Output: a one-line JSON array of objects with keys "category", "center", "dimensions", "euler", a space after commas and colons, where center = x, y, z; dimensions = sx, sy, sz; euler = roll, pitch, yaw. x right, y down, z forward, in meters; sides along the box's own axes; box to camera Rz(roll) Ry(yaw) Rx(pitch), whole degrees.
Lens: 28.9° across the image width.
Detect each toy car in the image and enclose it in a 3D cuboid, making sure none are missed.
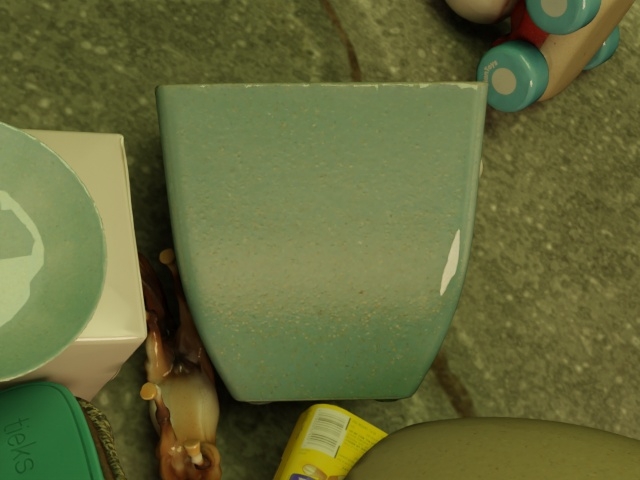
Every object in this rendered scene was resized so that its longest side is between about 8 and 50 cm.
[{"category": "toy car", "center": [0.217, -0.294, 1.361], "dimensions": [0.238, 0.210, 0.219], "euler": [43, 42, 15]}]

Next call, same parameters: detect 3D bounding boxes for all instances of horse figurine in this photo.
[{"category": "horse figurine", "center": [-0.118, 0.123, 1.004], "dimensions": [0.066, 0.174, 0.263], "euler": [-12, 54, -4]}]

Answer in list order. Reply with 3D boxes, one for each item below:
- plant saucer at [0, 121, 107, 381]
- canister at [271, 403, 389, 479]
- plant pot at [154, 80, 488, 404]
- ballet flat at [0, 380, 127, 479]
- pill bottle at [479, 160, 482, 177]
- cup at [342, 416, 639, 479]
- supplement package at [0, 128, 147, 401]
[{"category": "plant saucer", "center": [-0.242, 0.009, 0.835], "dimensions": [0.195, 0.037, 0.195], "euler": [11, 62, -22]}, {"category": "canister", "center": [0.009, 0.224, 0.945], "dimensions": [0.126, 0.073, 0.170], "euler": [32, 53, -9]}, {"category": "plant pot", "center": [0.000, 0.000, 1.029], "dimensions": [0.248, 0.247, 0.252], "euler": [-1, 94, -2]}, {"category": "ballet flat", "center": [-0.145, 0.251, 0.758], "dimensions": [0.164, 0.483, 0.182], "euler": [-17, 111, -13]}, {"category": "pill bottle", "center": [0.094, -0.041, 1.223], "dimensions": [0.086, 0.086, 0.152], "euler": [45, 53, 0]}, {"category": "cup", "center": [0.189, 0.266, 0.863], "dimensions": [0.331, 0.237, 0.331], "euler": [18, 61, -36]}, {"category": "supplement package", "center": [-0.301, 0.026, 0.928], "dimensions": [0.293, 0.177, 0.175], "euler": [1, 66, -27]}]
